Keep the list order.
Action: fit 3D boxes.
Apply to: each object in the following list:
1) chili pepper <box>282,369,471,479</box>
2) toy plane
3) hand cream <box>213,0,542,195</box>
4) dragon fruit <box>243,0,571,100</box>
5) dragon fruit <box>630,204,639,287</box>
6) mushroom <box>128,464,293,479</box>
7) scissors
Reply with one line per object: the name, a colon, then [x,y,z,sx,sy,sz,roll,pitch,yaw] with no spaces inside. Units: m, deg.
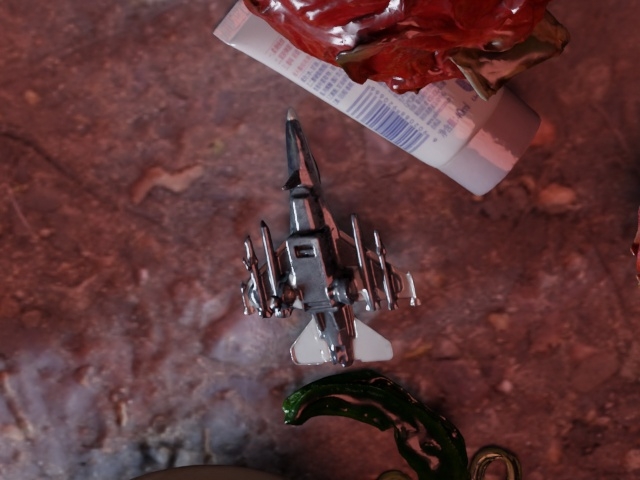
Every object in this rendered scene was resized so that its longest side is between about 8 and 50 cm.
chili pepper: [0.058,0.161,1.630,0.182,0.050,0.073,31,110,-13]
toy plane: [-0.004,0.013,1.540,0.160,0.082,0.234,-4,120,25]
hand cream: [0.050,-0.135,1.480,0.248,0.083,0.133,39,106,-11]
dragon fruit: [0.053,-0.258,1.302,0.277,0.277,0.343,-25,103,6]
dragon fruit: [0.379,0.006,1.517,0.268,0.205,0.210,0,114,-17]
mushroom: [-0.094,0.369,1.584,0.362,0.295,0.362,-2,114,-4]
scissors: [0.127,0.275,1.718,0.133,0.020,0.187,-12,114,2]
